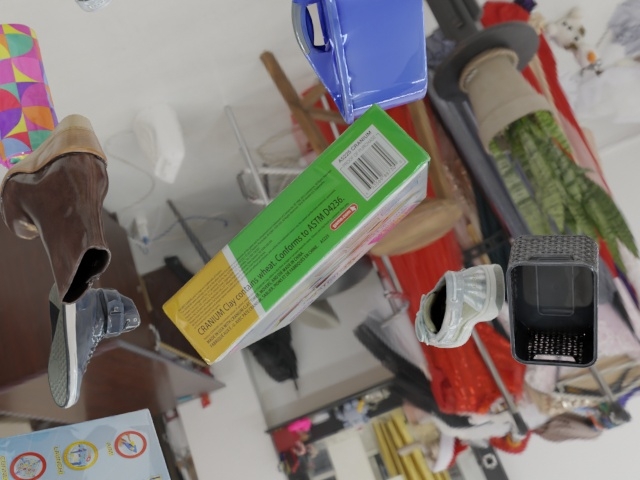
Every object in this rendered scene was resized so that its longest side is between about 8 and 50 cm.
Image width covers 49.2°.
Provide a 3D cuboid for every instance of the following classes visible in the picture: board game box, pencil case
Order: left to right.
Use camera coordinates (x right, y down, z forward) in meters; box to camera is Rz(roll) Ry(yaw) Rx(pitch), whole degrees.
[{"bbox_3d":[-0.464,-0.215,1.072,0.104,0.236,0.104,-19,167,-5],"label":"pencil case"},{"bbox_3d":[-0.320,0.376,0.833,0.302,0.308,0.086,-5,134,-28],"label":"board game box"},{"bbox_3d":[0.000,0.000,0.702,0.242,0.064,0.316,-43,173,5],"label":"board game box"}]

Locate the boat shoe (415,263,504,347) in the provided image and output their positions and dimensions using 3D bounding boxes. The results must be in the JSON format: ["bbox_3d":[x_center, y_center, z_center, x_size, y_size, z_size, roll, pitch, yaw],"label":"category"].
[{"bbox_3d":[0.224,0.118,1.243,0.103,0.118,0.320,4,162,-8],"label":"boat shoe"}]

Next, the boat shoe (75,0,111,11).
[{"bbox_3d":[-0.490,-0.572,1.320,0.121,0.335,0.119,-37,153,-8],"label":"boat shoe"}]

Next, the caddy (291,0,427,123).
[{"bbox_3d":[0.046,-0.340,1.056,0.179,0.241,0.341,-12,138,2],"label":"caddy"}]

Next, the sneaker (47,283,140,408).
[{"bbox_3d":[-0.417,0.195,1.306,0.086,0.226,0.163,-15,162,41],"label":"sneaker"}]

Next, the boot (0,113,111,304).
[{"bbox_3d":[-0.333,-0.012,0.864,0.090,0.206,0.248,8,143,-38],"label":"boot"}]

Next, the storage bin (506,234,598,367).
[{"bbox_3d":[0.343,0.089,1.028,0.122,0.180,0.084,0,-152,22],"label":"storage bin"}]
